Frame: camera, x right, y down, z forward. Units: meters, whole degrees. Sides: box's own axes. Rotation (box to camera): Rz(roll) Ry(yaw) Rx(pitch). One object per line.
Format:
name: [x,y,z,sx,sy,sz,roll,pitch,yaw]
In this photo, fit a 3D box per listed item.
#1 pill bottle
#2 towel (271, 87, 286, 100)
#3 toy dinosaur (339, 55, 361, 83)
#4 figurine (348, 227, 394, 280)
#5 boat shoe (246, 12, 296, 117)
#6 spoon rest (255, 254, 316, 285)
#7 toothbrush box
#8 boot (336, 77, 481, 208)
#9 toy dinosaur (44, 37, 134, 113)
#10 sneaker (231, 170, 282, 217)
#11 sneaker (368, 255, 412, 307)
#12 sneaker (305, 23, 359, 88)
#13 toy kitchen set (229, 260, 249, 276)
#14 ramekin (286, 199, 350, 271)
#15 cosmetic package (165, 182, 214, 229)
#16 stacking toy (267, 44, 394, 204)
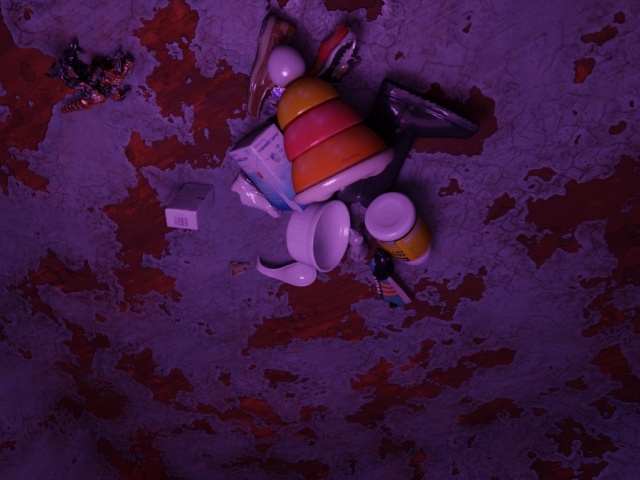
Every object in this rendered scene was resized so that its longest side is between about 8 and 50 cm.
pill bottle: [0.313,-0.028,1.586,0.188,0.187,0.334,-24,146,19]
towel: [-0.133,-0.516,1.457,0.060,0.009,0.083,-35,115,24]
toy dinosaur: [0.096,-0.580,1.393,0.082,0.047,0.090,-12,155,2]
figurine: [0.195,0.047,1.656,0.215,0.092,0.209,38,169,20]
boat shoe: [-0.163,-0.557,1.368,0.120,0.122,0.324,14,123,-12]
spoon rest: [-0.154,0.135,1.846,0.277,0.084,0.137,12,124,-3]
toothbrush box: [-0.160,-0.252,1.501,0.126,0.216,0.295,-48,117,-19]
boot: [0.292,-0.291,1.491,0.367,0.146,0.445,23,119,-2]
toy dinosaur: [-0.785,-0.537,1.418,0.322,0.164,0.218,-45,129,5]
sneaker: [-0.255,-0.166,1.662,0.232,0.090,0.115,44,123,-12]
sneaker: [0.284,0.198,1.840,0.121,0.108,0.302,-32,117,18]
sneaker: [0.021,-0.577,1.360,0.107,0.118,0.279,0,154,-40]
toy kitchen set: [-0.361,0.140,1.877,0.068,0.083,0.075,-18,133,-35]
ramekin: [-0.009,-0.027,1.592,0.135,0.277,0.277,13,129,31]
cosmetic package: [-0.494,-0.136,1.602,0.118,0.231,0.085,6,124,-1]
stacking toy: [-0.013,-0.380,1.295,0.351,0.350,0.479,-24,97,18]
